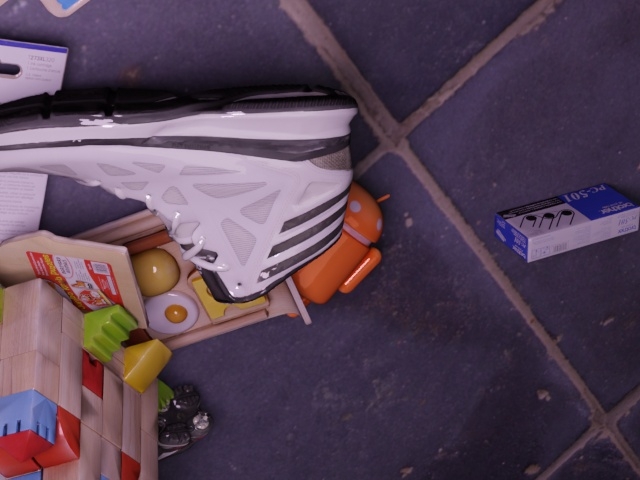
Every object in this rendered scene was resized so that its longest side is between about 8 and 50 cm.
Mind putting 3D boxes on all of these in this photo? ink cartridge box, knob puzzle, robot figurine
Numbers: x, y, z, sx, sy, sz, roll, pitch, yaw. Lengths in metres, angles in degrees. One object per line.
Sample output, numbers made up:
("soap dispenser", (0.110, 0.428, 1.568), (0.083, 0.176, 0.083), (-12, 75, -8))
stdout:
("ink cartridge box", (-0.422, -0.074, 1.390), (0.176, 0.069, 0.370), (3, 117, -28))
("knob puzzle", (-0.311, 0.039, 1.402), (0.213, 0.030, 0.213), (9, 147, 6))
("ink cartridge box", (0.386, -0.029, 1.813), (0.207, 0.097, 0.046), (-15, 121, -20))
("robot figurine", (-0.001, -0.001, 1.608), (0.219, 0.158, 0.128), (-50, 171, 5))

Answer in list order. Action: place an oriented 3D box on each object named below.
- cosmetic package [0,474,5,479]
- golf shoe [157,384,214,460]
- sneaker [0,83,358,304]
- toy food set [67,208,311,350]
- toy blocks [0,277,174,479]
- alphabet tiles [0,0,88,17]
("cosmetic package", (-0.452, 0.341, 1.601), (0.099, 0.060, 0.239), (-3, 116, -28))
("golf shoe", (-0.283, 0.288, 1.615), (0.273, 0.105, 0.120), (-6, 148, -34))
("sneaker", (-0.178, -0.039, 1.328), (0.448, 0.169, 0.257), (-2, 107, -8))
("toy food set", (-0.189, 0.069, 1.511), (0.306, 0.092, 0.219), (-18, 121, 10))
("toy blocks", (-0.302, 0.232, 1.380), (0.191, 0.260, 0.381), (-16, 144, 15))
("alphabet tiles", (-0.323, -0.395, 1.293), (0.278, 0.021, 0.284), (-39, 127, -4))
